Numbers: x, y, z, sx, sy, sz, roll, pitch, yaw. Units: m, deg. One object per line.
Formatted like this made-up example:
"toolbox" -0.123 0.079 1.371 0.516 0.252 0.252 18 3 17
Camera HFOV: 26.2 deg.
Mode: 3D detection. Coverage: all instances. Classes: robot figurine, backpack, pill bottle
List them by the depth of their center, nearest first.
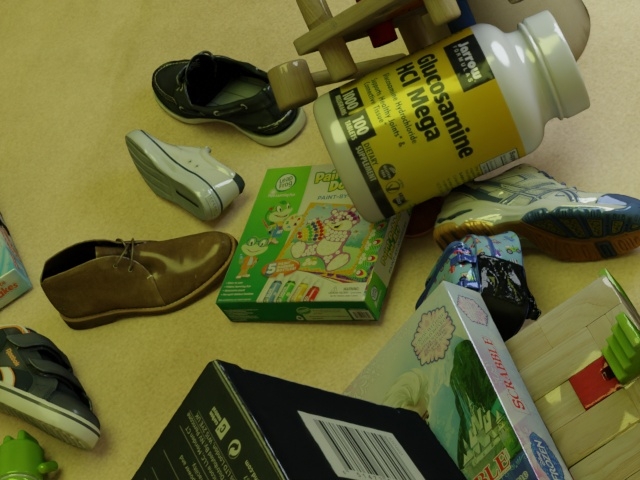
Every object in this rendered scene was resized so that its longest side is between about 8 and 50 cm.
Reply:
"backpack" 0.190 0.064 1.723 0.117 0.158 0.173 16 41 -13
"pill bottle" 0.174 -0.170 1.819 0.334 0.188 0.188 -25 45 6
"robot figurine" -0.417 0.322 1.907 0.101 0.067 0.115 -21 46 13

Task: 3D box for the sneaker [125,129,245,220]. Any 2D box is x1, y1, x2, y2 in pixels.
"sneaker" -0.212 -0.111 2.165 0.091 0.094 0.258 -31 45 -24

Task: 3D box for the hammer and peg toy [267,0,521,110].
"hammer and peg toy" 0.091 -0.306 1.834 0.361 0.127 0.266 -24 0 43

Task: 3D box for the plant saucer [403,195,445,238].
"plant saucer" 0.139 -0.036 1.941 0.083 0.013 0.083 -16 46 18

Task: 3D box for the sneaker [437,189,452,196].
"sneaker" 0.184 -0.138 1.943 0.058 0.084 0.152 19 59 40

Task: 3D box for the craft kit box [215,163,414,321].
"craft kit box" 0.000 0.000 1.949 0.250 0.061 0.247 -3 50 32

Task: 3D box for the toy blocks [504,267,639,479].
"toy blocks" 0.288 0.228 1.535 0.261 0.191 0.381 -36 43 13

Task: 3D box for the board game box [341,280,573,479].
"board game box" 0.115 0.265 1.551 0.319 0.066 0.318 -51 38 25

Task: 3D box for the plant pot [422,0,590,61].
"plant pot" 0.231 -0.379 2.000 0.256 0.274 0.256 -16 47 18

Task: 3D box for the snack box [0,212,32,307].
"snack box" -0.606 0.021 2.279 0.187 0.060 0.322 -35 44 -1

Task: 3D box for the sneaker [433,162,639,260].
"sneaker" 0.291 -0.051 1.799 0.296 0.112 0.131 0 52 28

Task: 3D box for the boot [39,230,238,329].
"boot" -0.272 0.041 2.036 0.305 0.115 0.112 -18 44 14

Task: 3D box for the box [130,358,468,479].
"box" -0.060 0.358 1.412 0.395 0.293 0.212 -56 41 17

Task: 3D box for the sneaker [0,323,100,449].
"sneaker" -0.413 0.195 1.972 0.321 0.126 0.127 16 68 40

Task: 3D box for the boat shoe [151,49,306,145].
"boat shoe" -0.172 -0.251 2.230 0.127 0.113 0.340 -47 46 -14
